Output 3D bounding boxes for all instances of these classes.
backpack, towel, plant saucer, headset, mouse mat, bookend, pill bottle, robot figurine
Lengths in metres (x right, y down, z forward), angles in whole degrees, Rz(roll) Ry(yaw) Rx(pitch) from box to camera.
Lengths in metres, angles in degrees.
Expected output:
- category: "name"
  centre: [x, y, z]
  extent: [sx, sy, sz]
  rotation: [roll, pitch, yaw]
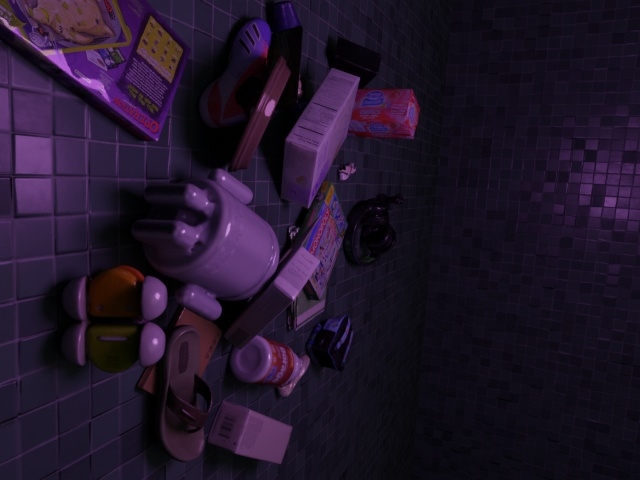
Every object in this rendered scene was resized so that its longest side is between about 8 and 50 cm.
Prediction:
- category: "backpack"
  centre: [0.042, 0.345, 1.679]
  extent: [0.173, 0.117, 0.158]
  rotation: [-63, 147, -35]
- category: "towel"
  centre: [-0.038, 0.101, 1.552]
  extent: [0.248, 0.038, 0.325]
  rotation: [-20, 112, -63]
- category: "plant saucer"
  centre: [-0.132, -0.272, 1.064]
  extent: [0.278, 0.041, 0.278]
  rotation: [-61, -169, 22]
- category: "headset"
  centre: [0.206, -0.071, 1.942]
  extent: [0.394, 0.185, 0.243]
  rotation: [-43, 132, -32]
- category: "mouse mat"
  centre: [-0.101, -0.413, 1.165]
  extent: [0.007, 0.152, 0.190]
  rotation: [3, 94, -45]
- category: "bookend"
  centre: [0.096, -0.577, 1.589]
  extent: [0.157, 0.156, 0.072]
  rotation: [162, -59, -70]
- category: "pill bottle"
  centre: [-0.140, 0.331, 1.298]
  extent: [0.216, 0.121, 0.121]
  rotation: [40, 61, -60]
- category: "robot figurine"
  centre: [-0.213, 0.007, 0.977]
  extent: [0.353, 0.199, 0.300]
  rotation: [42, 59, -59]

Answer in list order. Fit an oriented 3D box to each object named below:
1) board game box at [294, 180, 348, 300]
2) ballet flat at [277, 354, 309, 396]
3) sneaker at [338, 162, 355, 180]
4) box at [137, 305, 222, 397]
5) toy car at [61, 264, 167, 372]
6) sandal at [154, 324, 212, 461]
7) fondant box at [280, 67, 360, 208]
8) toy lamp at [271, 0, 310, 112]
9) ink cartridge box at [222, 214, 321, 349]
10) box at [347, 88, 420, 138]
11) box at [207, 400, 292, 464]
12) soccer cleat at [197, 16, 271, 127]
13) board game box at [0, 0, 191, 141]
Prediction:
- category: "board game box"
  centre: [0.000, 0.000, 1.518]
  extent: [0.213, 0.046, 0.317]
  rotation: [66, 36, -48]
- category: "ballet flat"
  centre: [-0.084, 0.415, 1.513]
  extent: [0.168, 0.057, 0.052]
  rotation: [-57, 134, -43]
- category: "sneaker"
  centre: [0.097, -0.259, 1.729]
  extent: [0.109, 0.040, 0.044]
  rotation: [-53, 139, -46]
- category: "box"
  centre: [-0.302, 0.256, 1.061]
  extent: [0.201, 0.021, 0.164]
  rotation: [-68, 150, -28]
- category: "toy car"
  centre: [-0.347, 0.131, 0.832]
  extent: [0.136, 0.159, 0.182]
  rotation: [-147, -120, -78]
- category: "sandal"
  centre: [-0.277, 0.329, 1.005]
  extent: [0.120, 0.086, 0.303]
  rotation: [-21, 115, -61]
- category: "fondant box"
  centre: [-0.002, -0.290, 1.361]
  extent: [0.238, 0.096, 0.330]
  rotation: [102, 12, -56]
- category: "toy lamp"
  centre: [-0.078, -0.484, 1.276]
  extent: [0.080, 0.080, 0.275]
  rotation: [-51, 140, -48]
- category: "ink cartridge box"
  centre: [-0.098, 0.105, 1.176]
  extent: [0.296, 0.066, 0.261]
  rotation: [-45, -173, 44]
- category: "box"
  centre: [0.196, -0.433, 1.640]
  extent: [0.128, 0.257, 0.123]
  rotation: [37, 64, -61]
- category: "box"
  centre: [-0.181, 0.522, 1.292]
  extent: [0.275, 0.094, 0.113]
  rotation: [57, 47, -54]
- category: "soccer cleat"
  centre: [-0.160, -0.382, 1.084]
  extent: [0.108, 0.116, 0.318]
  rotation: [58, 46, -51]
- category: "board game box"
  centre: [-0.360, -0.336, 0.771]
  extent: [0.347, 0.056, 0.208]
  rotation: [42, 55, -59]
